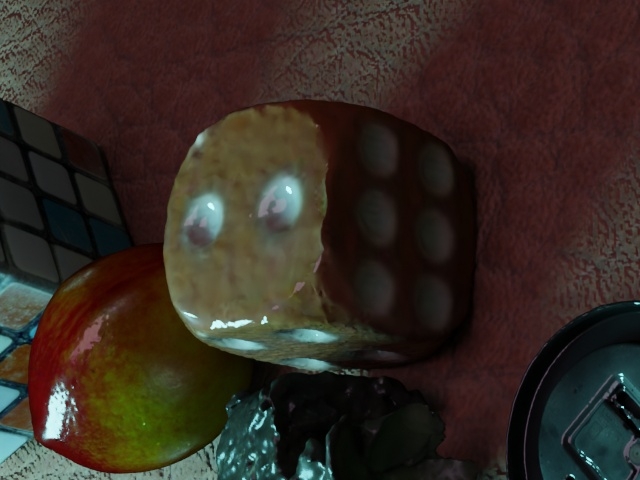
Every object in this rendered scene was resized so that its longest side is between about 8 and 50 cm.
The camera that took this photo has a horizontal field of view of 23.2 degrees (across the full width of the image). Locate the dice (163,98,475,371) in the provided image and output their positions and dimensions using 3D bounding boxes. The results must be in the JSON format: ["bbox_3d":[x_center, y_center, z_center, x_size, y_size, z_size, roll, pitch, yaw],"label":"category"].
[{"bbox_3d":[0.000,0.000,1.169,0.179,0.174,0.175,-6,71,47],"label":"dice"}]

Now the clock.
[{"bbox_3d":[0.203,0.131,1.008,0.184,0.040,0.184,-18,64,41],"label":"clock"}]

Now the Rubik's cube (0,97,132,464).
[{"bbox_3d":[-0.345,0.028,1.446,0.253,0.256,0.259,-41,53,20],"label":"Rubik's cube"}]

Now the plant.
[{"bbox_3d":[0.009,0.161,1.128,0.203,0.142,0.131,-4,80,51],"label":"plant"}]

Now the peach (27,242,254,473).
[{"bbox_3d":[-0.157,0.103,1.292,0.197,0.197,0.197,-18,65,42],"label":"peach"}]
